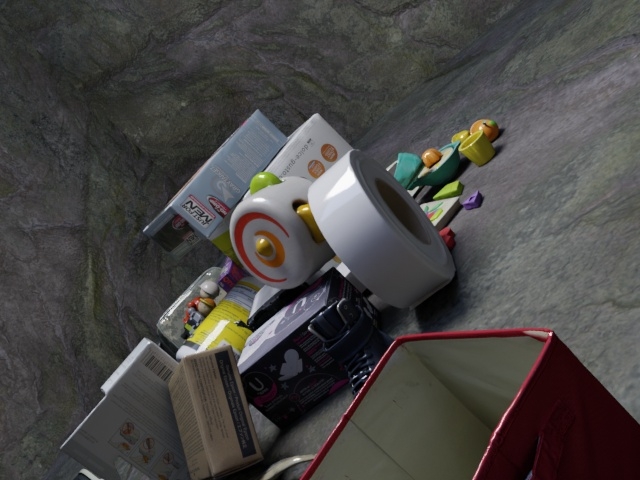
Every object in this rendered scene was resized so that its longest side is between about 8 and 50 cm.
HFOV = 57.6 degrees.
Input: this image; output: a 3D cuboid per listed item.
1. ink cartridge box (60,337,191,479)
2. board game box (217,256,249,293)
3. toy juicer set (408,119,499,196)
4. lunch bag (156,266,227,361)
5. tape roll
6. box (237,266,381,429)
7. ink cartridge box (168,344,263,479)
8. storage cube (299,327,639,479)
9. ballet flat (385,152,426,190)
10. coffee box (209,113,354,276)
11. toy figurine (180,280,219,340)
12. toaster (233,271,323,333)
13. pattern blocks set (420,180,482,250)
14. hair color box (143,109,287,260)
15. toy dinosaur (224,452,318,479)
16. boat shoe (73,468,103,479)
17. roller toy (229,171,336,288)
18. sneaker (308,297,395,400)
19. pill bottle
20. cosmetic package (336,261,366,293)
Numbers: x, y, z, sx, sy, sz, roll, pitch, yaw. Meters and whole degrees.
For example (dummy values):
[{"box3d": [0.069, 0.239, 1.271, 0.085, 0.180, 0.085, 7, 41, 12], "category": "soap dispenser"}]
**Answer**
[{"box3d": [-0.314, 0.367, 1.128, 0.239, 0.275, 0.060, -51, 22, -20], "category": "ink cartridge box"}, {"box3d": [-0.199, 0.131, 1.711, 0.056, 0.208, 0.347, -46, 12, 8], "category": "board game box"}, {"box3d": [0.304, -0.210, 1.475, 0.329, 0.089, 0.209, -33, 16, 44], "category": "toy juicer set"}, {"box3d": [-0.380, 0.267, 1.901, 0.305, 0.213, 0.256, -49, -4, -25], "category": "lunch bag"}, {"box3d": [0.110, -0.022, 1.023, 0.100, 0.286, 0.286, -40, 13, 20], "category": "tape roll"}, {"box3d": [-0.025, 0.194, 1.078, 0.247, 0.142, 0.163, -40, 13, 19], "category": "box"}, {"box3d": [-0.188, 0.306, 1.002, 0.088, 0.193, 0.234, -12, -19, -26], "category": "ink cartridge box"}, {"box3d": [0.125, 0.199, 0.441, 0.183, 0.193, 0.215, -51, 12, -26], "category": "storage cube"}, {"box3d": [0.164, -0.108, 1.435, 0.247, 0.087, 0.083, -62, -7, 16], "category": "ballet flat"}, {"box3d": [-0.056, -0.068, 1.587, 0.337, 0.334, 0.338, -54, 15, -29], "category": "coffee box"}, {"box3d": [-0.273, 0.224, 1.633, 0.148, 0.213, 0.209, -60, 11, 4], "category": "toy figurine"}, {"box3d": [-0.050, 0.150, 1.211, 0.168, 0.186, 0.110, -41, 19, 19], "category": "toaster"}, {"box3d": [0.225, -0.031, 1.289, 0.285, 0.026, 0.325, -51, 13, -30], "category": "pattern blocks set"}, {"box3d": [-0.250, -0.139, 1.421, 0.185, 0.113, 0.374, -29, 23, 50], "category": "hair color box"}, {"box3d": [-0.106, 0.390, 0.895, 0.268, 0.064, 0.118, -33, 10, 33], "category": "toy dinosaur"}, {"box3d": [-0.555, 0.638, 1.389, 0.340, 0.127, 0.113, -14, 20, 50], "category": "boat shoe"}, {"box3d": [-0.066, -0.011, 1.097, 0.146, 0.209, 0.191, -39, -37, -46], "category": "roller toy"}, {"box3d": [0.047, 0.182, 0.839, 0.086, 0.163, 0.226, -38, 15, 22], "category": "sneaker"}, {"box3d": [-0.172, 0.209, 1.409, 0.334, 0.188, 0.188, -50, 13, -27], "category": "pill bottle"}, {"box3d": [0.097, 0.050, 1.272, 0.239, 0.060, 0.099, -49, 14, 24], "category": "cosmetic package"}]
